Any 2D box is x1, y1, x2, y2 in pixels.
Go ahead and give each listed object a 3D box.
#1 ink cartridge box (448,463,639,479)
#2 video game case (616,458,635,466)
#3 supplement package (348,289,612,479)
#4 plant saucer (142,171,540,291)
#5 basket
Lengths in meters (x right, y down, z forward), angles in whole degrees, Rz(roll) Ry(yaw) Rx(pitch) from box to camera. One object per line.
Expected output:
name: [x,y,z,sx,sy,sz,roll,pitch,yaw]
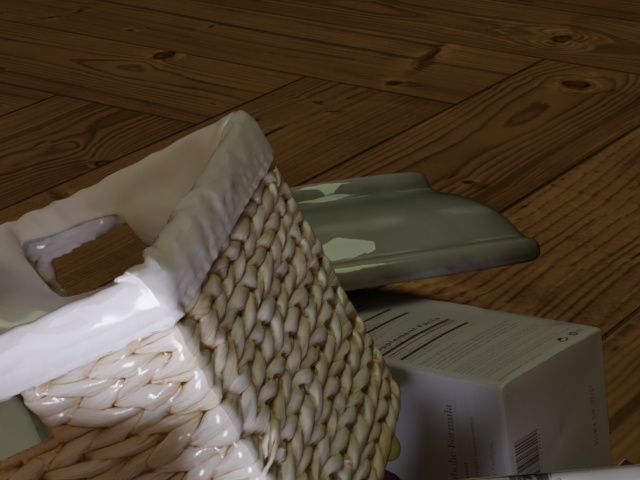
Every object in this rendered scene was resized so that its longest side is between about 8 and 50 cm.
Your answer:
ink cartridge box: [0.141,0.236,0.941,0.289,0.121,0.211,-6,46,9]
video game case: [0.258,0.259,1.219,0.232,0.042,0.210,25,36,27]
supplement package: [0.094,0.136,1.439,0.244,0.139,0.134,8,22,42]
plant saucer: [0.000,0.000,1.664,0.400,0.100,0.400,-9,0,0]
basket: [-0.149,0.126,1.219,0.328,0.266,0.331,-25,17,17]
